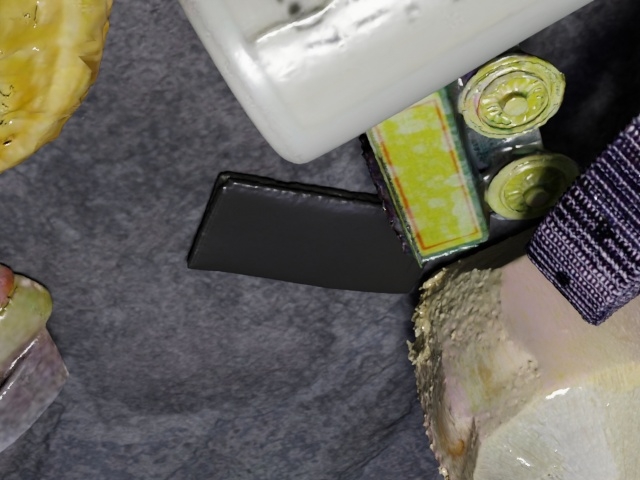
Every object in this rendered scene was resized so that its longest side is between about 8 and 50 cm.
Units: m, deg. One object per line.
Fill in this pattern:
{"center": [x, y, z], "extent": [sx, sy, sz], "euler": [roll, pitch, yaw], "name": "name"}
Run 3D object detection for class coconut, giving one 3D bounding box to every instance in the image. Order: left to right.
{"center": [0.241, 0.159, 1.103], "extent": [0.298, 0.309, 0.297], "euler": [-7, 137, -7], "name": "coconut"}

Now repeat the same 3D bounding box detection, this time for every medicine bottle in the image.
{"center": [0.088, -0.227, 0.740], "extent": [0.372, 0.211, 0.211], "euler": [-30, 134, 6], "name": "medicine bottle"}

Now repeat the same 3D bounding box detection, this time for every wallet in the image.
{"center": [0.000, 0.000, 1.084], "extent": [0.244, 0.025, 0.124], "euler": [8, 131, -23], "name": "wallet"}

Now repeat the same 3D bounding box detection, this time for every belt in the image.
{"center": [0.301, -0.056, 0.891], "extent": [0.260, 0.122, 0.324], "euler": [-30, 161, -38], "name": "belt"}

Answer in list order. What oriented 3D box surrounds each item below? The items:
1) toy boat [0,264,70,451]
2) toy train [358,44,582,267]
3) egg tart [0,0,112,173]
{"center": [-0.384, 0.113, 1.038], "extent": [0.276, 0.111, 0.293], "euler": [-19, 126, -7], "name": "toy boat"}
{"center": [0.118, -0.103, 0.944], "extent": [0.178, 0.134, 0.260], "euler": [-18, 138, 9], "name": "toy train"}
{"center": [-0.351, -0.162, 0.661], "extent": [0.444, 0.178, 0.443], "euler": [4, 136, 4], "name": "egg tart"}
